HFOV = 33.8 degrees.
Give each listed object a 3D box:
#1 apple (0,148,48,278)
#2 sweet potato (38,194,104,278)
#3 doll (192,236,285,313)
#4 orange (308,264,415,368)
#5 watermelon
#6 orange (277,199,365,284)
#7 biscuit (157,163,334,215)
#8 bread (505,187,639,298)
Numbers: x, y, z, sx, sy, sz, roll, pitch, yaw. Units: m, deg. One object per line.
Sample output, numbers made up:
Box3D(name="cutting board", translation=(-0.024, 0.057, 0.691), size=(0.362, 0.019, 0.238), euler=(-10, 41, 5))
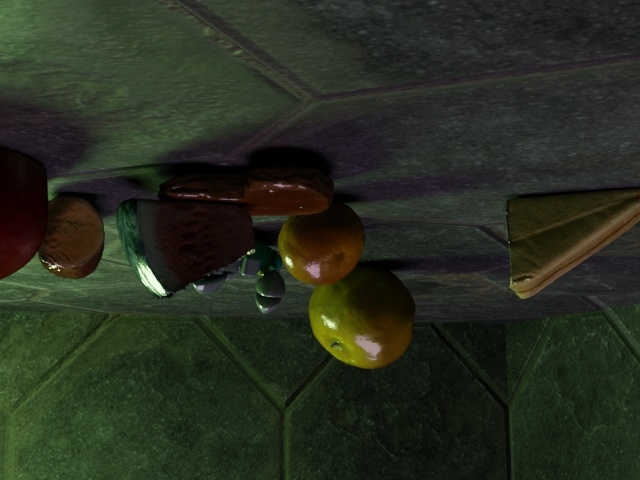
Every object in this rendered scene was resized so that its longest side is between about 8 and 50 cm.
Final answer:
Box3D(name="apple", translation=(-0.579, -0.049, 1.566), size=(0.329, 0.295, 0.365), euler=(37, 171, 5))
Box3D(name="sweet potato", translation=(-0.446, 0.010, 1.886), size=(0.131, 0.131, 0.337), euler=(1, 170, -11))
Box3D(name="doll", translation=(-0.139, 0.066, 2.182), size=(0.195, 0.153, 0.258), euler=(9, -177, 37))
Box3D(name="orange", translation=(0.108, 0.186, 2.628), size=(0.279, 0.235, 0.279), euler=(34, 156, 17))
Box3D(name="watermelon", translation=(-0.194, 0.019, 1.661), size=(0.226, 0.148, 0.318), euler=(-9, 171, 17))
Box3D(name="orange", translation=(0.000, 0.000, 1.821), size=(0.155, 0.154, 0.134), euler=(5, -157, -33))
Box3D(name="biscuit", translation=(-0.117, -0.080, 1.591), size=(0.277, 0.052, 0.262), euler=(0, 172, 7))
Box3D(name="bread", translation=(0.456, 0.006, 1.835), size=(0.264, 0.163, 0.167), euler=(-4, 169, 18))
